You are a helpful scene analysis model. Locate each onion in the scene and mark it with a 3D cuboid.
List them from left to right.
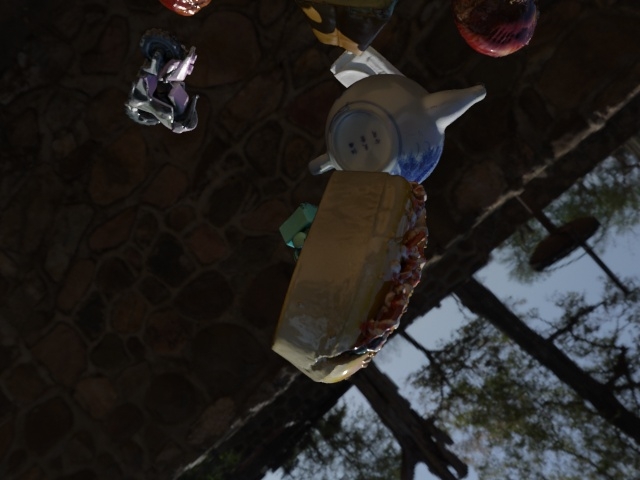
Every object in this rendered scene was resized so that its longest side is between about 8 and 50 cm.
[{"bbox_3d":[0.417,-0.541,1.307,0.230,0.230,0.163,-39,-174,-24],"label":"onion"}]

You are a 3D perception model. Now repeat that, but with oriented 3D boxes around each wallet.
[{"bbox_3d":[0.123,-0.402,1.427,0.124,0.183,0.031,-37,-154,39],"label":"wallet"}]

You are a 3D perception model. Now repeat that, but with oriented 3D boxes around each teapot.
[{"bbox_3d":[0.148,-0.229,1.244,0.424,0.252,0.280,-21,-175,36],"label":"teapot"}]

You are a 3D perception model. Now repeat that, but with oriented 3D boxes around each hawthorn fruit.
[{"bbox_3d":[-0.357,-0.681,1.495,0.174,0.178,0.173,-12,161,-4],"label":"hawthorn fruit"}]

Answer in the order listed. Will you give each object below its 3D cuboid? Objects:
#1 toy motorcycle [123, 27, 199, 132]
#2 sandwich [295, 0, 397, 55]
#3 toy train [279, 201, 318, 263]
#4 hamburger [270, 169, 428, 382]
[{"bbox_3d":[-0.379,-0.381,1.450,0.327,0.188,0.143,-47,-155,52],"label":"toy motorcycle"},{"bbox_3d":[0.085,-0.475,1.204,0.108,0.220,0.186,-68,154,-7],"label":"sandwich"},{"bbox_3d":[0.000,0.000,1.450,0.112,0.163,0.203,-44,139,19],"label":"toy train"},{"bbox_3d":[0.041,0.040,0.730,0.227,0.152,0.295,114,-5,-45],"label":"hamburger"}]
